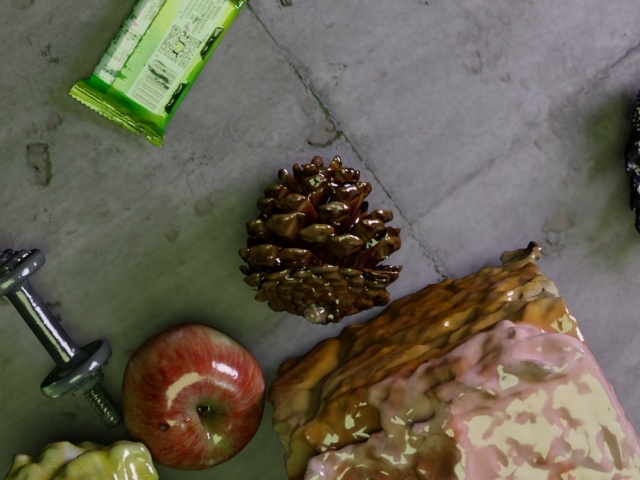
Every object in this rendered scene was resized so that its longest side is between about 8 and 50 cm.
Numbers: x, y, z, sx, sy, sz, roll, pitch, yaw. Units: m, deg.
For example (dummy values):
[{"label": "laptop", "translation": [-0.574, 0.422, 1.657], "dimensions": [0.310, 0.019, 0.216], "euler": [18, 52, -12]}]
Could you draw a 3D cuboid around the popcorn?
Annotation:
[{"label": "popcorn", "translation": [-0.232, 0.300, 1.181], "dimensions": [0.195, 0.256, 0.254], "euler": [17, 91, -21]}]

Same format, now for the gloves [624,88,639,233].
[{"label": "gloves", "translation": [0.365, -0.069, 1.255], "dimensions": [0.129, 0.106, 0.180], "euler": [4, 129, -5]}]

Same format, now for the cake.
[{"label": "cake", "translation": [0.147, 0.216, 1.183], "dimensions": [0.314, 0.293, 0.306], "euler": [-25, 101, 6]}]

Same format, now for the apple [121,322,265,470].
[{"label": "apple", "translation": [-0.127, 0.152, 1.223], "dimensions": [0.146, 0.131, 0.146], "euler": [-5, 107, -18]}]

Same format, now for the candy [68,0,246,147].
[{"label": "candy", "translation": [-0.153, -0.188, 1.200], "dimensions": [0.102, 0.032, 0.178], "euler": [32, 98, -7]}]

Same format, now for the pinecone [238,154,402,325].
[{"label": "pinecone", "translation": [0.000, 0.000, 1.198], "dimensions": [0.174, 0.173, 0.173], "euler": [-1, 102, -5]}]

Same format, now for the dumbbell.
[{"label": "dumbbell", "translation": [-0.271, 0.081, 1.217], "dimensions": [0.082, 0.081, 0.254], "euler": [-34, 103, 2]}]
